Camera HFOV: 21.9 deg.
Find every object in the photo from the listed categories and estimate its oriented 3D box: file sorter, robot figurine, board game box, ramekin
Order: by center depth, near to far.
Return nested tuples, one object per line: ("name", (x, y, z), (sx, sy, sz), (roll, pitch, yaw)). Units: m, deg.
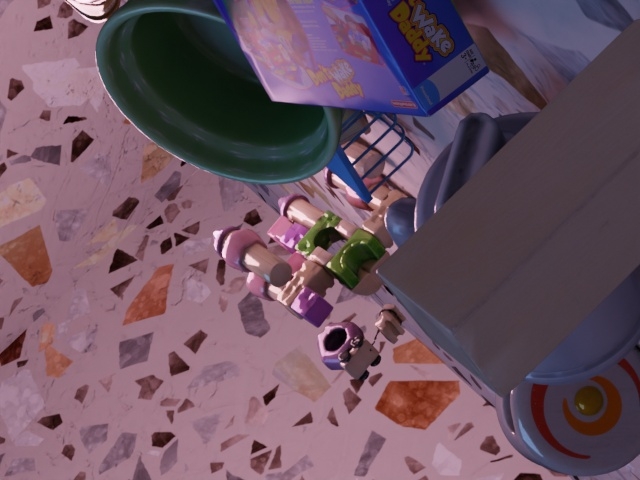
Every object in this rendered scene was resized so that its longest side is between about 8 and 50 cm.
("robot figurine", (0.211, 0.014, 1.577), (0.300, 0.200, 0.353), (12, 158, 24))
("board game box", (-0.005, -0.242, 1.585), (0.233, 0.078, 0.347), (59, 162, -20))
("ramekin", (-0.096, -0.217, 1.932), (0.303, 0.148, 0.303), (18, 148, 11))
("file sorter", (0.036, -0.155, 2.179), (0.118, 0.104, 0.170), (42, 174, 33))

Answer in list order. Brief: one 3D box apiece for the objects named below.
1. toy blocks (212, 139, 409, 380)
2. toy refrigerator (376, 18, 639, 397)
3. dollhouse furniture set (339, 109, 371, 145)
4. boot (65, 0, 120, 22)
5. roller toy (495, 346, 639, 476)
("toy blocks", (0.000, 0.000, 2.638), (0.260, 0.288, 0.309), (30, 166, 50))
("toy refrigerator", (0.181, -0.023, 1.176), (0.094, 0.269, 0.102), (50, 173, -39))
("dollhouse furniture set", (-0.045, -0.224, 2.378), (0.212, 0.161, 0.242), (52, -166, -42))
("boot", (-0.356, -0.394, 2.156), (0.236, 0.089, 0.269), (35, 175, 1))
("roller toy", (0.328, 0.205, 2.098), (0.209, 0.191, 0.146), (47, 174, -1))
